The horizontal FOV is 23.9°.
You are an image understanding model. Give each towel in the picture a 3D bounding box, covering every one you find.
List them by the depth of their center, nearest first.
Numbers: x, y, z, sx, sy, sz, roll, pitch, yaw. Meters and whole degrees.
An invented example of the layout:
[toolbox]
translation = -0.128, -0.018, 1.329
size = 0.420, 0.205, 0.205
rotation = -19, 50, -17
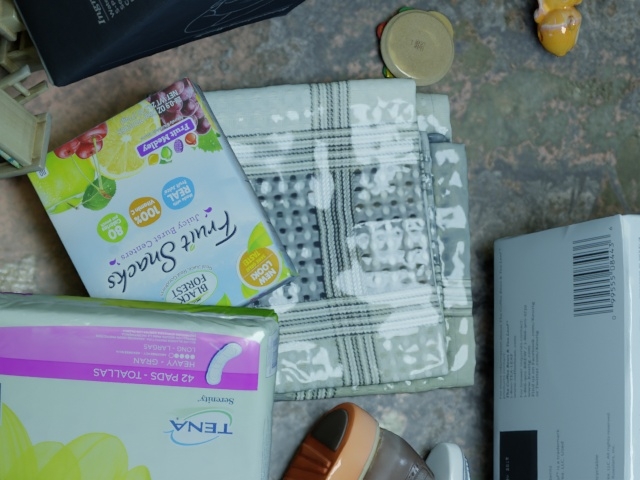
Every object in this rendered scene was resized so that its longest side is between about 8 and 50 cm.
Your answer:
[towel]
translation = 0.000, 0.000, 1.475
size = 0.324, 0.056, 0.312
rotation = -3, 84, -18

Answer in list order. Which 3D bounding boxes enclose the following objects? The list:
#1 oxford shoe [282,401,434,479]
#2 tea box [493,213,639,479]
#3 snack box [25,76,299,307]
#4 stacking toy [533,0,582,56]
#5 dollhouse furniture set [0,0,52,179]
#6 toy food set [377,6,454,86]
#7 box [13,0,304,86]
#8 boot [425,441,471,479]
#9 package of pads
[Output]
[oxford shoe]
translation = -0.008, 0.337, 1.396
size = 0.132, 0.130, 0.364
rotation = 34, 76, -18
[tea box]
translation = 0.355, 0.160, 1.458
size = 0.323, 0.220, 0.329
rotation = 5, 81, -27
[snack box]
translation = -0.144, -0.017, 1.385
size = 0.174, 0.070, 0.207
rotation = -29, 87, 5
[stacking toy]
translation = 0.243, -0.341, 1.556
size = 0.165, 0.175, 0.302
rotation = -7, 96, -15
[dollhouse furniture set]
translation = -0.328, -0.163, 1.338
size = 0.101, 0.182, 0.161
rotation = -10, 60, 24
[toy food set]
translation = 0.098, -0.198, 1.548
size = 0.082, 0.020, 0.083
rotation = 4, 82, -16
[box]
translation = -0.068, -0.322, 1.281
size = 0.293, 0.395, 0.212
rotation = -26, 90, -39
[boot]
translation = 0.142, 0.294, 1.482
size = 0.086, 0.069, 0.190
rotation = 6, 89, -23
[package of pads]
translation = -0.189, 0.168, 1.312
size = 0.296, 0.101, 0.229
rotation = 4, 99, -1
